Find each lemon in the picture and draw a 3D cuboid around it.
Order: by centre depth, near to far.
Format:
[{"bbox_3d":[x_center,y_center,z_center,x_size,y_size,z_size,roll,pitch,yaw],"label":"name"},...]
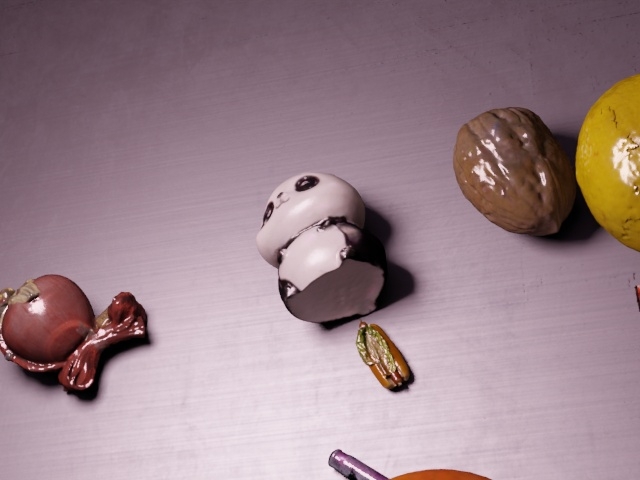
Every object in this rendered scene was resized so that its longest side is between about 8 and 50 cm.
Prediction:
[{"bbox_3d":[0.501,-0.112,1.914,0.260,0.260,0.284,-25,75,3],"label":"lemon"}]

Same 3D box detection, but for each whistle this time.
[{"bbox_3d":[0.085,0.357,1.908,0.176,0.033,0.033,27,72,30],"label":"whistle"}]

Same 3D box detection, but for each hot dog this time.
[{"bbox_3d":[0.091,0.174,2.008,0.056,0.041,0.133,-31,56,-1],"label":"hot dog"}]

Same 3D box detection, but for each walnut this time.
[{"bbox_3d":[0.304,-0.102,2.029,0.178,0.178,0.230,-32,66,-1],"label":"walnut"}]

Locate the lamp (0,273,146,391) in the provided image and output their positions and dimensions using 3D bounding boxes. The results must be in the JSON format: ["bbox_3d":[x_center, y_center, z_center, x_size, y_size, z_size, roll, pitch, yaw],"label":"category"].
[{"bbox_3d":[-0.424,0.134,2.158,0.223,0.151,0.215,42,84,-11],"label":"lamp"}]

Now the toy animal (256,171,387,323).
[{"bbox_3d":[-0.003,0.000,2.068,0.187,0.165,0.235,-34,57,18],"label":"toy animal"}]

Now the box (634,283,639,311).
[{"bbox_3d":[0.551,0.115,1.852,0.182,0.099,0.133,-12,56,11],"label":"box"}]

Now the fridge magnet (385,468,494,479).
[{"bbox_3d":[0.156,0.483,1.730,0.363,0.155,0.364,-8,61,15],"label":"fridge magnet"}]
